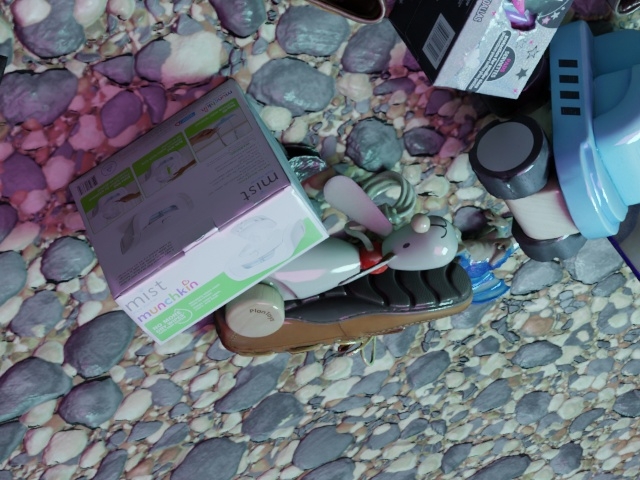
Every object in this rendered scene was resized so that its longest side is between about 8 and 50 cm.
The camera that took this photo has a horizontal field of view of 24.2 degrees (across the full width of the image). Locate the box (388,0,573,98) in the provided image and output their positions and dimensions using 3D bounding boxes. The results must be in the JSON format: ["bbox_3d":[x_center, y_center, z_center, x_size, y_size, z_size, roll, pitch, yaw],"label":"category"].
[{"bbox_3d":[0.220,-0.326,1.873,0.142,0.163,0.247,5,128,-30],"label":"box"}]

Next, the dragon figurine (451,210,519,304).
[{"bbox_3d":[0.245,0.038,2.297,0.289,0.085,0.144,-12,137,-12],"label":"dragon figurine"}]

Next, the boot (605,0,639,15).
[{"bbox_3d":[0.377,-0.407,1.846,0.076,0.208,0.189,14,122,-33],"label":"boot"}]

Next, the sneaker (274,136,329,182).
[{"bbox_3d":[-0.079,-0.079,2.034,0.170,0.051,0.089,-39,133,6],"label":"sneaker"}]

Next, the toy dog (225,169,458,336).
[{"bbox_3d":[0.000,0.000,2.024,0.334,0.220,0.161,-29,140,-1],"label":"toy dog"}]

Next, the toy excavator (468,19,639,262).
[{"bbox_3d":[0.451,-0.215,2.038,0.445,0.432,0.222,-11,143,22],"label":"toy excavator"}]

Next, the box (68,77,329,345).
[{"bbox_3d":[-0.159,-0.040,1.895,0.262,0.231,0.127,-33,138,3],"label":"box"}]

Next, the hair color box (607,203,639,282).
[{"bbox_3d":[0.489,-0.059,2.148,0.185,0.339,0.110,-36,136,7],"label":"hair color box"}]

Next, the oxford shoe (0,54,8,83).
[{"bbox_3d":[-0.446,-0.143,1.767,0.096,0.082,0.227,18,125,-14],"label":"oxford shoe"}]

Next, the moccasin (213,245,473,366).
[{"bbox_3d":[0.035,0.103,2.191,0.380,0.139,0.147,-14,146,-5],"label":"moccasin"}]

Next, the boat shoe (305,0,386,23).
[{"bbox_3d":[-0.041,-0.353,1.734,0.123,0.123,0.342,-42,137,14],"label":"boat shoe"}]
